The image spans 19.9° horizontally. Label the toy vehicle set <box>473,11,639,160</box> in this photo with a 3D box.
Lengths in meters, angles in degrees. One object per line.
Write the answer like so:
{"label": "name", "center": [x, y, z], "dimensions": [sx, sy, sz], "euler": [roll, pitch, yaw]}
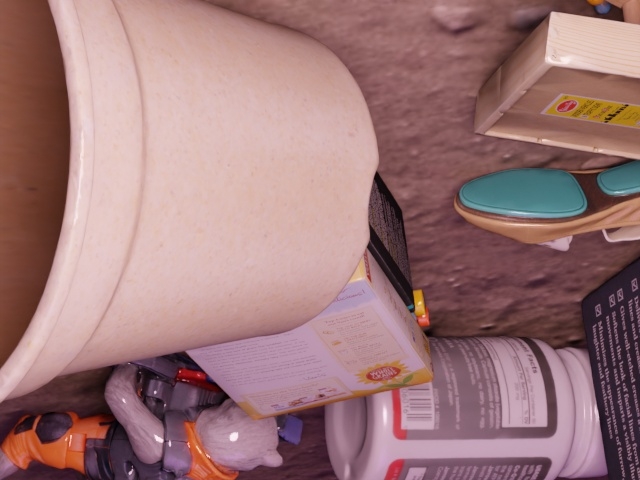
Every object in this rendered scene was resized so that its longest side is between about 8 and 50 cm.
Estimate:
{"label": "toy vehicle set", "center": [0.217, -0.105, 1.325], "dimensions": [0.166, 0.035, 0.267], "euler": [9, 172, -5]}

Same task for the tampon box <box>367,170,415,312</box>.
{"label": "tampon box", "center": [0.000, 0.000, 1.536], "dimensions": [0.120, 0.101, 0.161], "euler": [-13, 153, 12]}

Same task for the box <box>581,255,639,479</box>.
{"label": "box", "center": [0.430, 0.128, 1.659], "dimensions": [0.212, 0.294, 0.395], "euler": [0, 161, -18]}

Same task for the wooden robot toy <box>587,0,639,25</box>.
{"label": "wooden robot toy", "center": [0.220, -0.182, 1.281], "dimensions": [0.079, 0.076, 0.173], "euler": [25, 139, -32]}

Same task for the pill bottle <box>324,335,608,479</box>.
{"label": "pill bottle", "center": [0.160, 0.179, 1.879], "dimensions": [0.283, 0.161, 0.161], "euler": [2, 152, -20]}

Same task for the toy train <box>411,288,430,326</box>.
{"label": "toy train", "center": [0.023, 0.056, 1.726], "dimensions": [0.166, 0.046, 0.125], "euler": [17, 145, -36]}

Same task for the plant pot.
{"label": "plant pot", "center": [-0.138, -0.046, 1.207], "dimensions": [0.305, 0.334, 0.334], "euler": [3, 154, -44]}

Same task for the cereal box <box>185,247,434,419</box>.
{"label": "cereal box", "center": [-0.016, 0.076, 1.514], "dimensions": [0.173, 0.047, 0.240], "euler": [-12, 153, 12]}

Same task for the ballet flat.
{"label": "ballet flat", "center": [0.231, -0.024, 1.572], "dimensions": [0.232, 0.080, 0.073], "euler": [-8, 128, -2]}

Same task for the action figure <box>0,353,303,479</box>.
{"label": "action figure", "center": [-0.161, 0.223, 1.864], "dimensions": [0.330, 0.179, 0.341], "euler": [-16, 152, 36]}
